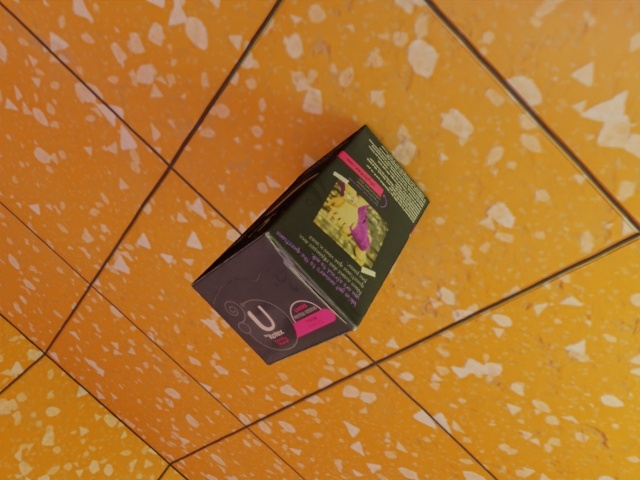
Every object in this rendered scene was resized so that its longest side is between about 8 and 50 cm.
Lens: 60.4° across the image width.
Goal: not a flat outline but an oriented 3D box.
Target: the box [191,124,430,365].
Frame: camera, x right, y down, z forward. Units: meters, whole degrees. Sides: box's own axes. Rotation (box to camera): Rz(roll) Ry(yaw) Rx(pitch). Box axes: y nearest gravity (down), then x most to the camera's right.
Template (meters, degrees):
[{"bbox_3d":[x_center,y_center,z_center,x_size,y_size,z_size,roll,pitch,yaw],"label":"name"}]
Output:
[{"bbox_3d":[0.000,0.000,0.689,0.143,0.270,0.165,49,134,-10],"label":"box"}]
